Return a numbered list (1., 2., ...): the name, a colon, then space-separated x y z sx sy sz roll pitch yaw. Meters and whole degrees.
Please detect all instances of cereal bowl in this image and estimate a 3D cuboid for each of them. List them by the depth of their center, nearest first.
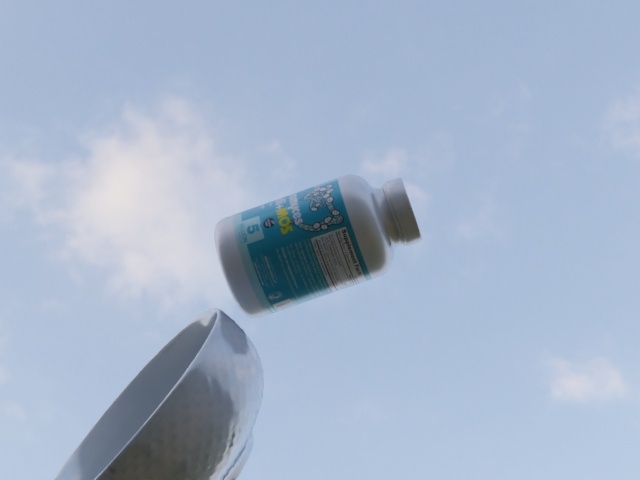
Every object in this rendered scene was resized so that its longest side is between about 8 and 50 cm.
1. cereal bowl: -0.182 0.249 1.153 0.141 0.339 0.339 42 -63 -9

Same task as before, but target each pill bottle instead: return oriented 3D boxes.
1. pill bottle: 0.000 0.000 1.331 0.264 0.146 0.146 -19 -57 4
